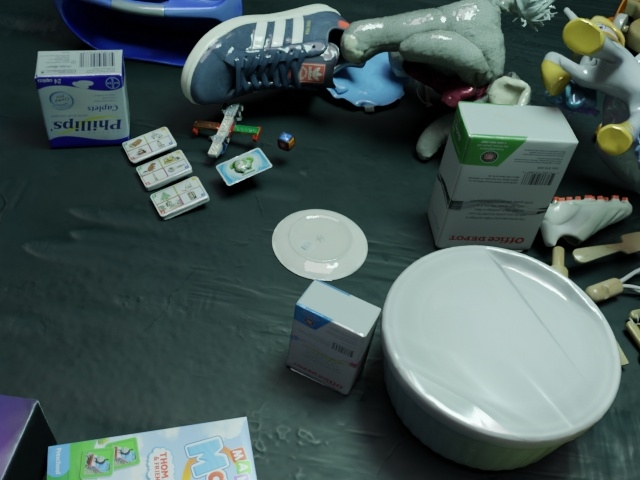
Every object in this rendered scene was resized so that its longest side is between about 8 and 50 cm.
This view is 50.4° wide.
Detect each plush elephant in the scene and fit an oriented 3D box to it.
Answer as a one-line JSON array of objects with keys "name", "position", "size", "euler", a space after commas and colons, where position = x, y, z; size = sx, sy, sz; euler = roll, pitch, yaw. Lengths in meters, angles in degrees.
[{"name": "plush elephant", "position": [0.236, -0.245, 1.116], "size": [0.330, 0.255, 0.272], "euler": [-9, 3, 21]}]

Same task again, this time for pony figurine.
[{"name": "pony figurine", "position": [0.484, -0.220, 1.003], "size": [0.351, 0.303, 0.363], "euler": [39, 33, 5]}]

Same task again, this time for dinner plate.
[{"name": "dinner plate", "position": [0.000, 0.000, 0.993], "size": [0.141, 0.017, 0.141], "euler": [3, 47, -3]}]

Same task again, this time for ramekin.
[{"name": "ramekin", "position": [0.199, 0.144, 0.811], "size": [0.273, 0.127, 0.273], "euler": [4, 47, -4]}]

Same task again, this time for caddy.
[{"name": "caddy", "position": [-0.303, -0.445, 1.213], "size": [0.341, 0.241, 0.179], "euler": [8, 42, 0]}]

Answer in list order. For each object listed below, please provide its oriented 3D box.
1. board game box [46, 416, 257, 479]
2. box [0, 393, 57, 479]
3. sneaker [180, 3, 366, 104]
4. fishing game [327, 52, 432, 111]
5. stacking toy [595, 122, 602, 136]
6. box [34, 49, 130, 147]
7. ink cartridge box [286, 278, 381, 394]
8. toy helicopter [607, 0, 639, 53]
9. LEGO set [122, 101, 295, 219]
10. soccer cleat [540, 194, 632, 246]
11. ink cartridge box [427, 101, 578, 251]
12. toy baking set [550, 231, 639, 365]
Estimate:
[{"name": "board game box", "position": [-0.168, 0.274, 0.697], "size": [0.211, 0.039, 0.160], "euler": [-5, 48, -14]}, {"name": "box", "position": [-0.390, 0.271, 0.629], "size": [0.184, 0.103, 0.261], "euler": [7, 47, 2]}, {"name": "sneaker", "position": [-0.059, -0.296, 1.129], "size": [0.350, 0.131, 0.148], "euler": [-32, 59, -30]}, {"name": "fishing game", "position": [0.078, -0.309, 1.278], "size": [0.264, 0.041, 0.189], "euler": [8, 53, -7]}, {"name": "stacking toy", "position": [0.647, -0.220, 1.222], "size": [0.302, 0.166, 0.175], "euler": [-8, 38, 4]}, {"name": "box", "position": [-0.366, -0.220, 1.061], "size": [0.126, 0.137, 0.072], "euler": [-5, 49, -12]}, {"name": "ink cartridge box", "position": [0.013, 0.117, 0.813], "size": [0.088, 0.122, 0.052], "euler": [24, 45, 14]}, {"name": "toy helicopter", "position": [0.711, -0.466, 1.479], "size": [0.235, 0.140, 0.355], "euler": [3, 36, 7]}, {"name": "LEGO set", "position": [-0.168, -0.134, 1.085], "size": [0.244, 0.060, 0.182], "euler": [-26, 55, -14]}, {"name": "soccer cleat", "position": [0.409, -0.031, 1.055], "size": [0.196, 0.076, 0.068], "euler": [-4, 6, -31]}, {"name": "ink cartridge box", "position": [0.251, -0.086, 0.978], "size": [0.153, 0.208, 0.087], "euler": [2, 44, -7]}, {"name": "toy baking set", "position": [0.413, 0.083, 0.968], "size": [0.196, 0.030, 0.256], "euler": [13, 53, -4]}]
